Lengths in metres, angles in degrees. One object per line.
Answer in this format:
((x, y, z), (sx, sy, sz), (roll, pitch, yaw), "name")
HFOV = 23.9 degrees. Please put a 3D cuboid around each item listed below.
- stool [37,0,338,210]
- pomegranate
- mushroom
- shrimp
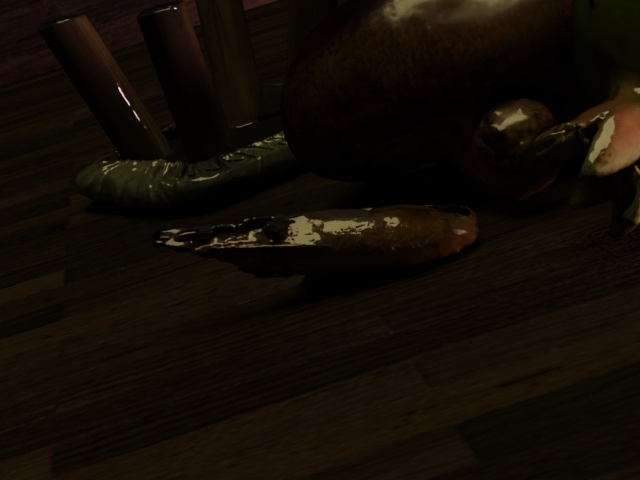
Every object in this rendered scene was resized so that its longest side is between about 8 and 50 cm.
((-0.128, -0.186, 1.736), (0.310, 0.226, 0.310), (-25, 17, -34), "stool")
((0.275, -0.142, 1.181), (0.286, 0.231, 0.231), (-49, 16, 3), "pomegranate")
((0.138, -0.161, 1.397), (0.345, 0.239, 0.345), (7, 2, 0), "mushroom")
((-0.002, 0.006, 1.230), (0.262, 0.066, 0.117), (-2, 1, 0), "shrimp")
